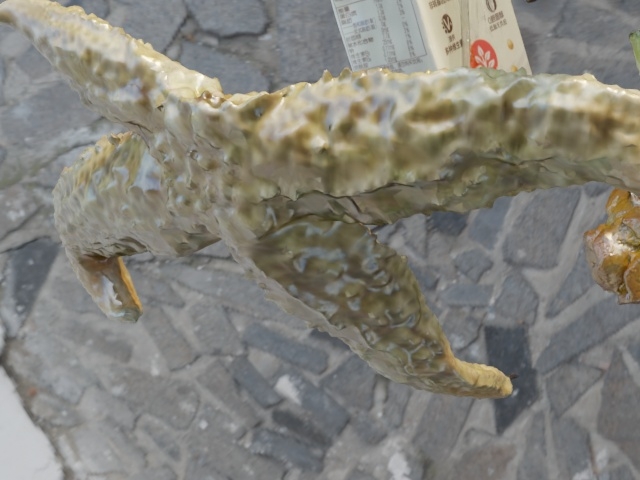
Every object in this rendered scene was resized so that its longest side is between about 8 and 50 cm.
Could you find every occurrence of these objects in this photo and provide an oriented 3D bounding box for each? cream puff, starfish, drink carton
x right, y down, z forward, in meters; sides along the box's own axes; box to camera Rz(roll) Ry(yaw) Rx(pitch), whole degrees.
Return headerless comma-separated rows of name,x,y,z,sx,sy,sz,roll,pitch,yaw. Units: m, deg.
cream puff,0.275,0.007,0.822,0.116,0.122,0.094,33,124,41
starfish,0.000,0.000,0.589,0.432,0.082,0.324,14,143,16
drink carton,0.117,-0.285,1.183,0.132,0.194,0.324,-5,110,42

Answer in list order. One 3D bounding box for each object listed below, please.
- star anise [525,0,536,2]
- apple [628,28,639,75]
star anise,0.106,-0.170,0.430,0.073,0.234,0.177,19,152,-2
apple,0.477,-0.202,1.054,0.179,0.346,0.254,47,69,-10
